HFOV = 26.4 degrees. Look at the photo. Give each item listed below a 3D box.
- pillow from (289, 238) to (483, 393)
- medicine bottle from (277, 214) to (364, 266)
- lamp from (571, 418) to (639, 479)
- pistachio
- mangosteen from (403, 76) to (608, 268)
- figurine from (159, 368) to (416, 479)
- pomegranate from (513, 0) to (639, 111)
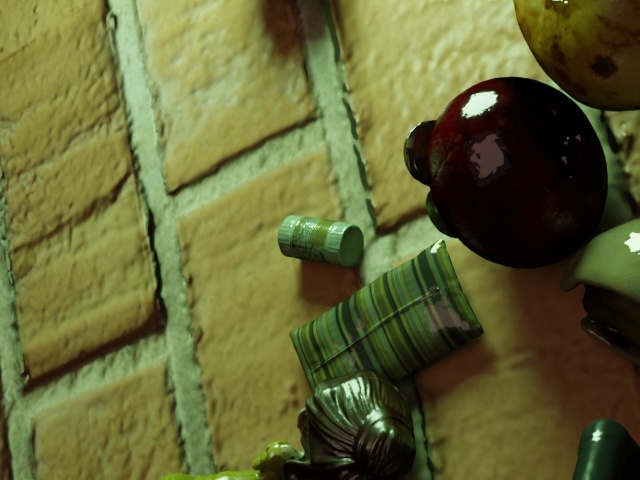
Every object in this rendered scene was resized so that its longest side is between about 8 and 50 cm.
[{"bbox_3d":[0.062,0.093,1.377,0.203,0.038,0.113,-34,63,24],"label":"pillow"},{"bbox_3d":[0.000,0.000,1.440,0.083,0.047,0.047,9,84,36],"label":"medicine bottle"},{"bbox_3d":[0.245,0.363,1.033,0.374,0.205,0.272,42,122,-5],"label":"lamp"},{"bbox_3d":[0.316,0.038,1.156,0.238,0.153,0.137,-11,112,35],"label":"pistachio"},{"bbox_3d":[0.167,-0.060,1.265,0.200,0.200,0.199,-10,73,33],"label":"mangosteen"},{"bbox_3d":[-0.044,0.242,1.353,0.315,0.168,0.187,-39,97,11],"label":"figurine"},{"bbox_3d":[0.281,-0.223,1.213,0.215,0.215,0.215,-10,73,33],"label":"pomegranate"}]
